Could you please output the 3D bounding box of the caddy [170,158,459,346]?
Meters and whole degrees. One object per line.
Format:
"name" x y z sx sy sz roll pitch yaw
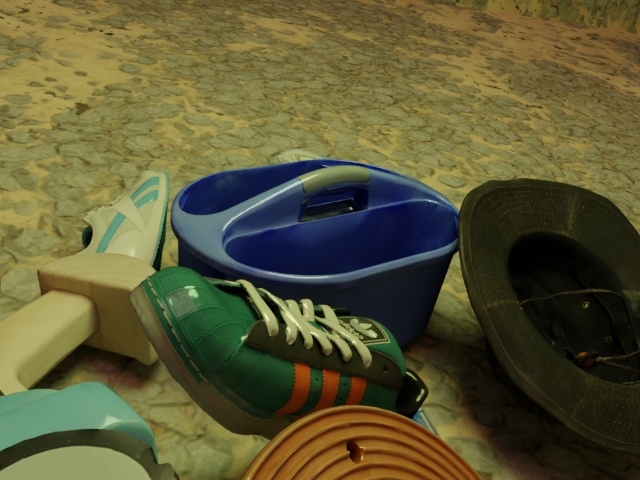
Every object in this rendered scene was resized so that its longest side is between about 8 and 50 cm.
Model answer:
"caddy" 0.000 0.000 0.753 0.342 0.179 0.241 -13 37 -37

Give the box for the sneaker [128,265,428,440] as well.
"sneaker" -0.013 0.086 0.513 0.121 0.302 0.108 -41 48 1

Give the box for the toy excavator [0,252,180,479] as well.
"toy excavator" -0.221 0.153 0.435 0.433 0.222 0.445 -21 33 -39

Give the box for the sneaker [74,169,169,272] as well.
"sneaker" -0.228 -0.020 0.800 0.092 0.087 0.228 5 30 -9

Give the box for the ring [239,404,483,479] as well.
"ring" 0.060 0.255 0.376 0.337 0.032 0.336 34 37 -30

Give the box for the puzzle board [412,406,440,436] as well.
"puzzle board" 0.050 0.160 0.690 0.097 0.011 0.128 -1 35 -24

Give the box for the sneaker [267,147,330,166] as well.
"sneaker" 0.025 -0.070 0.971 0.237 0.085 0.086 35 48 30

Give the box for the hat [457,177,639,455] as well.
"hat" 0.262 0.090 0.752 0.332 0.134 0.331 12 52 -16
